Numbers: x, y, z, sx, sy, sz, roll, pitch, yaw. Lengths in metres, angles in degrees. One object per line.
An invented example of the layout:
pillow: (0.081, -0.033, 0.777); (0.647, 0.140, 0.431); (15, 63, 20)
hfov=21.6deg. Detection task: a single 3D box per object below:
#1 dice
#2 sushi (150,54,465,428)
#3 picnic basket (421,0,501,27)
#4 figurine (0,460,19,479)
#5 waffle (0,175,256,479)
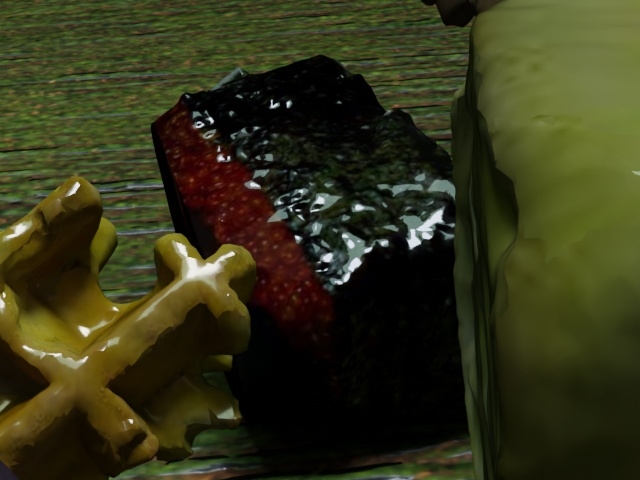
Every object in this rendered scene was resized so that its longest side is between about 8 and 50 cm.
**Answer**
dice: (0.160, 0.042, 0.564); (0.226, 0.233, 0.238); (-2, 25, 0)
sushi: (0.000, 0.000, 0.798); (0.126, 0.136, 0.225); (-17, 31, -9)
picnic basket: (0.210, -0.148, 0.869); (0.291, 0.321, 0.254); (-15, 26, -23)
figurine: (-0.016, 0.118, 0.282); (0.365, 0.206, 0.218); (-2, -10, -2)
waffle: (-0.137, 0.121, 0.429); (0.259, 0.293, 0.069); (2, -19, -7)
